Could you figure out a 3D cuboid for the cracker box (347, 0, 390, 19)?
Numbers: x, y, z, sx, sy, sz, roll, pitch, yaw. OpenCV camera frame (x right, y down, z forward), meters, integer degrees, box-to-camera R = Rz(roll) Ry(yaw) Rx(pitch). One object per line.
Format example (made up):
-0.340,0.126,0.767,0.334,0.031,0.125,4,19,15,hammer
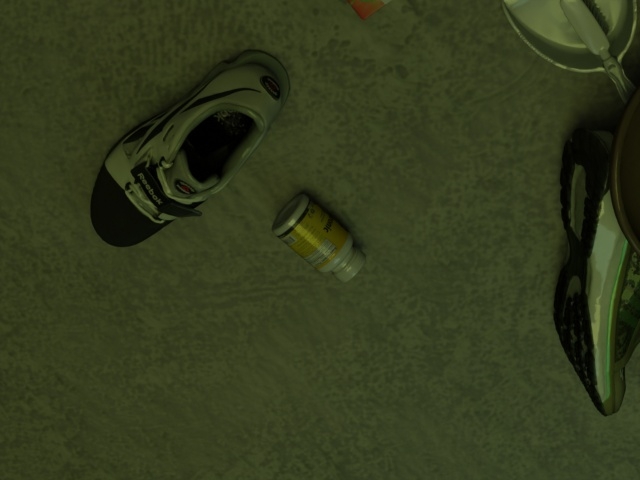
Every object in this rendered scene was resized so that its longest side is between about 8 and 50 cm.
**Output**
0.094,-0.379,1.657,0.232,0.067,0.155,-33,110,22,cracker box

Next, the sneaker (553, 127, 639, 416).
0.398,0.047,1.832,0.182,0.158,0.410,-7,123,-7,sneaker

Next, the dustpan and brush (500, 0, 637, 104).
0.323,-0.230,1.720,0.147,0.060,0.211,-31,112,20,dustpan and brush

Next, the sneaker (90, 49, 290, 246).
-0.178,-0.090,1.804,0.122,0.146,0.330,39,117,-17,sneaker

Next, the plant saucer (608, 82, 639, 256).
0.439,-0.091,1.722,0.278,0.041,0.278,-5,101,-28,plant saucer

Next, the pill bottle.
0.000,0.000,1.880,0.116,0.065,0.065,41,115,-17,pill bottle
